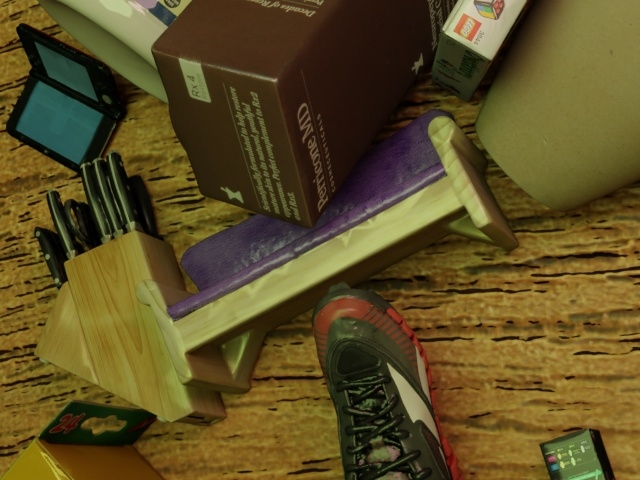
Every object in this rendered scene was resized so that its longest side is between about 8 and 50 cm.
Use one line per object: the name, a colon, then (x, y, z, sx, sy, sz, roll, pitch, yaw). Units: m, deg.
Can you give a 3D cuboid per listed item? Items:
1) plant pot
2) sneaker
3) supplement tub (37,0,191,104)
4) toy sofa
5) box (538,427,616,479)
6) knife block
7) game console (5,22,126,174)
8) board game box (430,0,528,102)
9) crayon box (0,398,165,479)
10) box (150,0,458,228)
plant pot: (0.283, -0.162, 1.173, 0.274, 0.256, 0.256, -47, 67, 24)
sneaker: (0.061, 0.175, 1.167, 0.098, 0.135, 0.276, -15, 109, 14)
supplement tub: (-0.121, -0.324, 1.328, 0.235, 0.235, 0.325, 31, 82, 23)
toy sofa: (0.000, 0.000, 1.277, 0.362, 0.150, 0.177, -28, 72, 14)
box: (0.247, 0.224, 1.186, 0.052, 0.062, 0.083, -22, 72, 17)
knife block: (-0.194, 0.045, 1.375, 0.276, 0.088, 0.242, 22, 88, 24)
game console: (-0.308, -0.164, 1.465, 0.144, 0.124, 0.085, 28, 63, 23)
board game box: (0.175, -0.239, 1.177, 0.053, 0.305, 0.193, 30, 92, 3)
crayon box: (-0.285, 0.309, 1.295, 0.081, 0.202, 0.318, 42, 96, 22)
box: (0.014, -0.219, 1.201, 0.143, 0.191, 0.381, 19, 57, 26)
